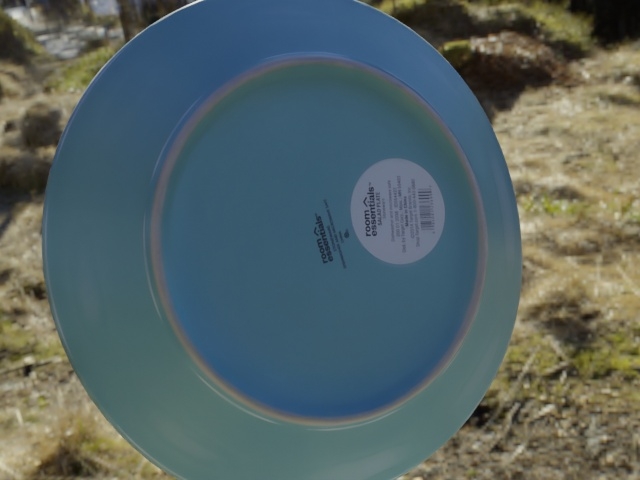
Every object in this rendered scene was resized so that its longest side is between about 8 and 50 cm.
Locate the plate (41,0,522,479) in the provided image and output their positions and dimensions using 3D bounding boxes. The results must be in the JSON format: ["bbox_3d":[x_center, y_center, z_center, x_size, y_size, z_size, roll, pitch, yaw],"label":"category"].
[{"bbox_3d":[0.000,0.000,0.331,0.188,0.188,0.024,-19,3,-25],"label":"plate"}]
